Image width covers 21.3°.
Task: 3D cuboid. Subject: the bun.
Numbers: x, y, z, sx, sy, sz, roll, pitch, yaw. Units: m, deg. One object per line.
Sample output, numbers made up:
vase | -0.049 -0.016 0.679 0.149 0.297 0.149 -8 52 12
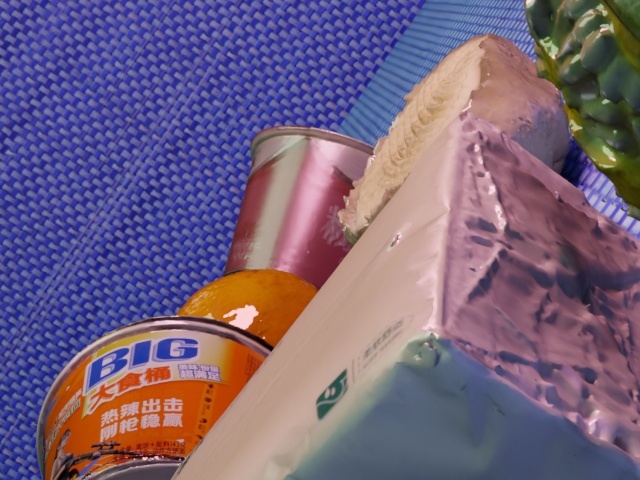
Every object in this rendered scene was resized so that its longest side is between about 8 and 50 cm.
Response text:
bun | 0.136 -0.063 1.595 0.259 0.152 0.259 -53 12 16

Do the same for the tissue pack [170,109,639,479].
tissue pack | 0.044 0.154 1.058 0.380 0.207 0.297 -52 10 26

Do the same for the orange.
orange | -0.068 0.136 1.795 0.219 0.219 0.193 -55 41 7

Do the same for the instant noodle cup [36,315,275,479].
instant noodle cup | -0.139 0.245 1.606 0.296 0.296 0.214 -53 15 18

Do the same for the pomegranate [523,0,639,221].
pomegranate | 0.216 -0.154 0.929 0.260 0.340 0.260 -34 -10 -7

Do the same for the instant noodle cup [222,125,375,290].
instant noodle cup | 0.000 0.000 1.974 0.235 0.235 0.178 -38 29 66
